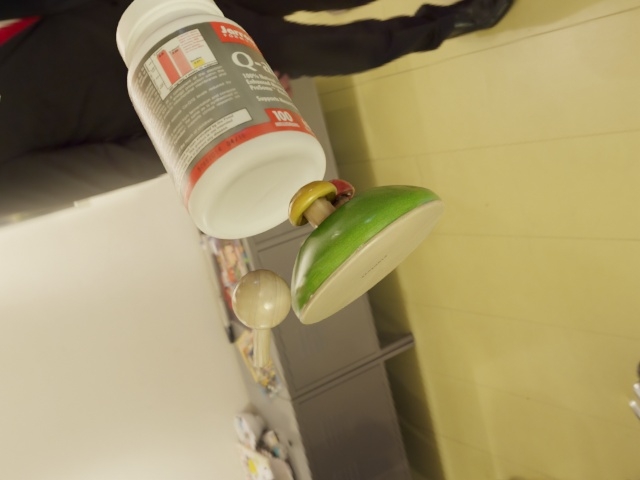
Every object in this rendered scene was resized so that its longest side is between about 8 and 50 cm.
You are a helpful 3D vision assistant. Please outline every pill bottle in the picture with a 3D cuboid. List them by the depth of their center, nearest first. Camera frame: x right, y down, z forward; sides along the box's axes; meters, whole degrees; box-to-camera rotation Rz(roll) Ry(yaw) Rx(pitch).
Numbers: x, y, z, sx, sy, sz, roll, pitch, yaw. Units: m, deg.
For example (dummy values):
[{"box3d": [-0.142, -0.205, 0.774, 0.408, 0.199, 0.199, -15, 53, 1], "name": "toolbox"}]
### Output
[{"box3d": [-0.161, -0.200, 1.078, 0.363, 0.210, 0.210, 59, 150, 25], "name": "pill bottle"}]

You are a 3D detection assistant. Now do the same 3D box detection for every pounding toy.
[{"box3d": [0.000, 0.000, 0.718, 0.110, 0.236, 0.183, 51, 164, 15], "name": "pounding toy"}]
